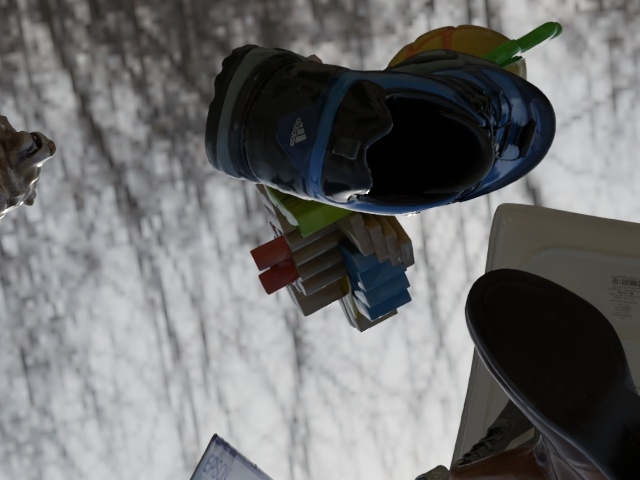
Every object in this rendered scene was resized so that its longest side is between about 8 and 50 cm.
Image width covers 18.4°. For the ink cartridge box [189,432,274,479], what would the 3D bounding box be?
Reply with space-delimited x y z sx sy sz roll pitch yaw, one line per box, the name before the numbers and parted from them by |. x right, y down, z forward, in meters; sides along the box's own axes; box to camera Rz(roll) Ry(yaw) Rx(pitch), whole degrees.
ink cartridge box | -0.147 0.309 1.615 0.072 0.307 0.303 22 169 15

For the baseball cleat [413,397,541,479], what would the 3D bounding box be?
baseball cleat | 0.146 0.207 1.791 0.072 0.109 0.206 -32 -146 58

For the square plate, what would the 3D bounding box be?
square plate | 0.299 0.146 1.969 0.347 0.344 0.049 8 176 27

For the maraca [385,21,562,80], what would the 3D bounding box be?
maraca | 0.108 -0.117 1.487 0.127 0.099 0.185 -32 179 -36

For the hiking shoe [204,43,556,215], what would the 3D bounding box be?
hiking shoe | 0.067 -0.055 1.247 0.132 0.113 0.304 24 -161 38

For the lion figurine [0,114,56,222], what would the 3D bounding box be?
lion figurine | -0.423 0.022 2.231 0.142 0.392 0.240 5 161 20

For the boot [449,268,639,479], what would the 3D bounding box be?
boot | 0.172 0.151 1.535 0.096 0.264 0.280 -56 -174 -24

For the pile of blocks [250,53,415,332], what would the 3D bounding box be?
pile of blocks | 0.000 0.000 1.701 0.112 0.362 0.149 -27 -124 -9
